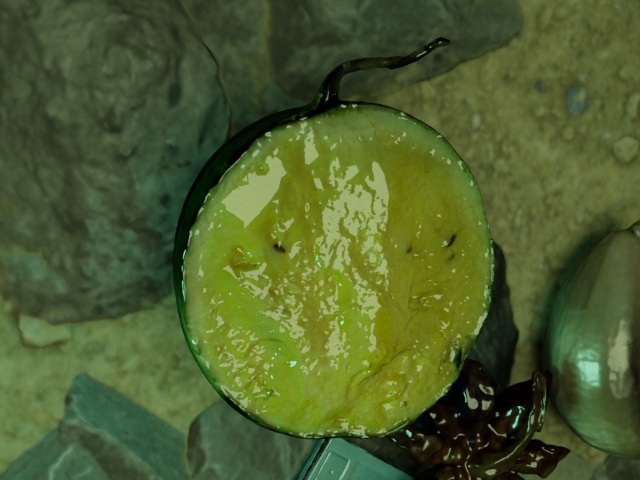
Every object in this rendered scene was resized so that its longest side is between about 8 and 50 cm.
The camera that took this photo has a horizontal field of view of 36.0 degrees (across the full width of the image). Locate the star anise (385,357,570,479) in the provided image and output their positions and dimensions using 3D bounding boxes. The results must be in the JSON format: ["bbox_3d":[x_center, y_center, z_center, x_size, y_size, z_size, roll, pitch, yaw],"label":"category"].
[{"bbox_3d":[0.112,0.162,0.725,0.168,0.057,0.167,-3,100,-15],"label":"star anise"}]

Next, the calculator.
[{"bbox_3d":[0.058,0.200,0.742,0.172,0.018,0.057,31,87,-22],"label":"calculator"}]

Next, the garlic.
[{"bbox_3d":[0.222,0.087,0.756,0.101,0.087,0.195,-15,100,-32],"label":"garlic"}]

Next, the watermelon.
[{"bbox_3d":[0.000,0.008,0.631,0.204,0.127,0.232,-20,107,-17],"label":"watermelon"}]
